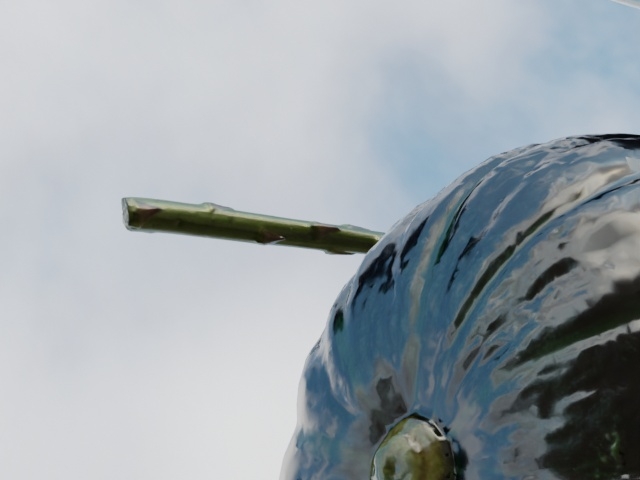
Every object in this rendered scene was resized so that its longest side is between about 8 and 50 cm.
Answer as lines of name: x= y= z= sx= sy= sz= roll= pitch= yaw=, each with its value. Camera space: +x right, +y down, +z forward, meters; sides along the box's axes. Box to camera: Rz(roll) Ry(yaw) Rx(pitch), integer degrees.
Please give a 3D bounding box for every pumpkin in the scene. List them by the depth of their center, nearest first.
pumpkin: x=0.122 y=0.087 z=0.719 sx=0.248 sy=0.248 sz=0.248 roll=-5 pitch=-69 yaw=-13

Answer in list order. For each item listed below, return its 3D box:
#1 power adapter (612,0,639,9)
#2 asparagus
power adapter: x=0.194 y=-0.203 z=0.968 sx=0.255 sy=0.124 sz=0.187 roll=10 pitch=-71 yaw=-39
asparagus: x=0.000 y=0.000 z=1.201 sx=0.248 sy=0.024 sz=0.025 roll=9 pitch=-77 yaw=-14
